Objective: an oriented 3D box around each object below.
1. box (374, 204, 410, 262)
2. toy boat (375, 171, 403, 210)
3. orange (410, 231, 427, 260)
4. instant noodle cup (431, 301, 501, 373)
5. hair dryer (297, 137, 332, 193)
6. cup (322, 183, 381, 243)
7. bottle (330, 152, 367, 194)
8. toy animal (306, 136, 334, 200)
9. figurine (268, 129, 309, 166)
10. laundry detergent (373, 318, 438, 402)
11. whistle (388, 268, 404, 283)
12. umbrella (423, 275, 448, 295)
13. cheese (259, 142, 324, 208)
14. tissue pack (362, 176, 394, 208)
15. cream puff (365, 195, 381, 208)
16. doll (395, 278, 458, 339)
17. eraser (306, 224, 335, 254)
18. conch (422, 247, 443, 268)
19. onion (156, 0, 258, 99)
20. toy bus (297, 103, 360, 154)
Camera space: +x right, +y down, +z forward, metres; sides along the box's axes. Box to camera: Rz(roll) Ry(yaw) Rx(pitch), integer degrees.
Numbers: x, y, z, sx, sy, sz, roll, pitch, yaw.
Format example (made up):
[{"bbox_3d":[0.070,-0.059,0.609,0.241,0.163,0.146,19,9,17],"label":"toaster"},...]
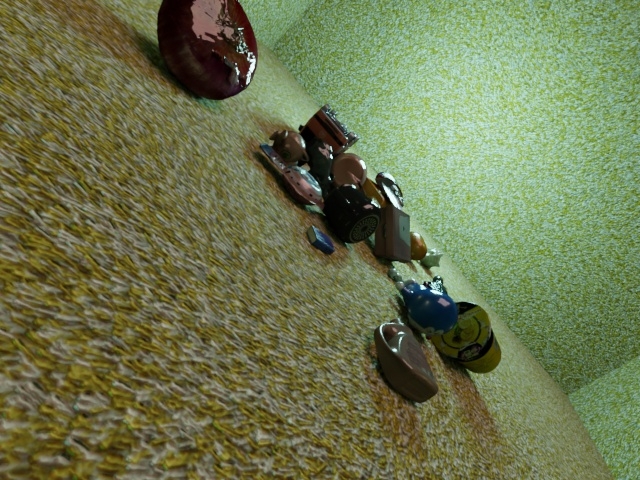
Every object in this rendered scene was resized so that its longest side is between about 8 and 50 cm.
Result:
[{"bbox_3d":[0.300,-0.019,1.670,0.215,0.086,0.214,17,71,-58],"label":"box"},{"bbox_3d":[0.330,-0.214,1.901,0.219,0.072,0.318,45,28,-19],"label":"toy boat"},{"bbox_3d":[0.476,0.031,2.075,0.156,0.124,0.156,57,19,-32],"label":"orange"},{"bbox_3d":[0.537,0.362,1.442,0.236,0.216,0.215,45,17,-35],"label":"instant noodle cup"},{"bbox_3d":[0.002,-0.280,1.628,0.255,0.129,0.070,54,15,-20],"label":"hair dryer"},{"bbox_3d":[0.095,-0.105,1.366,0.176,0.169,0.223,56,4,36],"label":"cup"},{"bbox_3d":[0.128,-0.280,1.748,0.206,0.173,0.297,63,6,-5],"label":"bottle"},{"bbox_3d":[-0.004,-0.250,1.504,0.137,0.082,0.268,12,-71,62],"label":"toy animal"},{"bbox_3d":[-0.114,-0.335,1.463,0.138,0.125,0.125,51,13,-37],"label":"figurine"},{"bbox_3d":[0.192,0.266,1.004,0.171,0.076,0.237,40,20,-25],"label":"laundry detergent"},{"bbox_3d":[0.295,0.140,1.567,0.100,0.035,0.035,42,19,-26],"label":"whistle"},{"bbox_3d":[0.494,0.240,1.731,0.143,0.094,0.349,65,21,-11],"label":"umbrella"},{"bbox_3d":[-0.089,-0.208,1.320,0.286,0.074,0.189,46,16,-6],"label":"cheese"},{"bbox_3d":[0.267,-0.181,1.989,0.275,0.145,0.194,20,32,-57],"label":"tissue pack"},{"bbox_3d":[0.203,-0.114,1.730,0.165,0.115,0.150,65,25,-8],"label":"cream puff"},{"bbox_3d":[0.349,0.226,1.373,0.216,0.161,0.257,31,5,-11],"label":"doll"},{"bbox_3d":[0.000,0.000,1.176,0.085,0.027,0.063,33,25,-42],"label":"eraser"},{"bbox_3d":[0.634,0.108,2.290,0.234,0.138,0.114,-28,104,-63],"label":"conch"},{"bbox_3d":[-0.364,-0.603,1.249,0.348,0.286,0.346,3,86,-53],"label":"onion"},{"bbox_3d":[0.032,-0.491,1.939,0.203,0.233,0.427,48,16,-3],"label":"toy bus"}]
